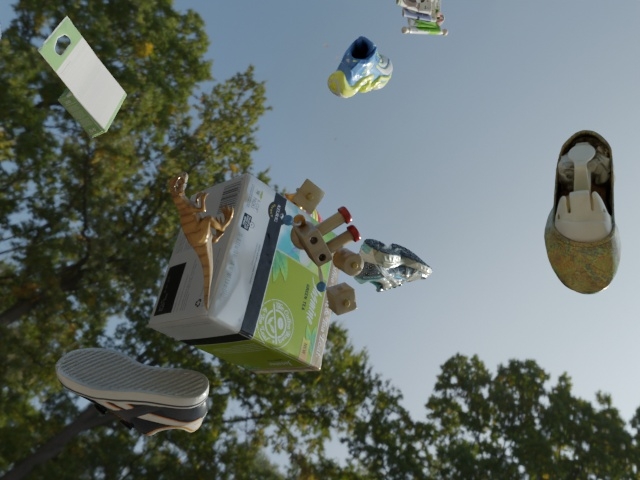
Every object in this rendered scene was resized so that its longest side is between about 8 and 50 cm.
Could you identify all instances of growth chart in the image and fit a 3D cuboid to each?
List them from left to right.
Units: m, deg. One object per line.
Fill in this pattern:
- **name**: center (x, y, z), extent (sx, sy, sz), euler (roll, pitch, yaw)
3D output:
- **growth chart**: center (0.228, -0.584, 1.285), extent (0.021, 0.171, 0.237), euler (23, -56, 49)

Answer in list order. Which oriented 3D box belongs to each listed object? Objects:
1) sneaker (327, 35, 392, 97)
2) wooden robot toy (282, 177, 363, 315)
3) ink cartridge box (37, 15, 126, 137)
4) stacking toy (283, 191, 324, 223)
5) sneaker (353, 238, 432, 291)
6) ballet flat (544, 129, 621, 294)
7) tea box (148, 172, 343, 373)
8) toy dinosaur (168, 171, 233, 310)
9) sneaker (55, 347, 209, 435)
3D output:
- **sneaker**: center (0.117, -0.416, 1.325), extent (0.091, 0.240, 0.126), euler (40, -44, 8)
- **wooden robot toy**: center (0.000, 0.000, 0.678), extent (0.079, 0.076, 0.173), euler (31, -31, 62)
- **ink cartridge box**: center (-0.587, -0.395, 1.383), extent (0.056, 0.171, 0.235), euler (-15, -47, 22)
- **stacking toy**: center (-0.071, -0.061, 1.503), extent (0.165, 0.302, 0.175), euler (-35, -98, -9)
- **sneaker**: center (0.186, 0.077, 1.520), extent (0.110, 0.283, 0.122), euler (43, -70, 43)
- **ballet flat**: center (0.454, -0.068, 0.984), extent (0.123, 0.349, 0.123), euler (14, -40, 12)
- **tea box**: center (-0.148, 0.088, 1.261), extent (0.219, 0.329, 0.323), euler (-14, -36, 41)
- **toy dinosaur**: center (-0.191, -0.007, 0.912), extent (0.064, 0.112, 0.212), euler (-7, -75, 43)
- **sneaker**: center (-0.387, 0.319, 1.162), extent (0.320, 0.126, 0.128), euler (12, -61, 9)
